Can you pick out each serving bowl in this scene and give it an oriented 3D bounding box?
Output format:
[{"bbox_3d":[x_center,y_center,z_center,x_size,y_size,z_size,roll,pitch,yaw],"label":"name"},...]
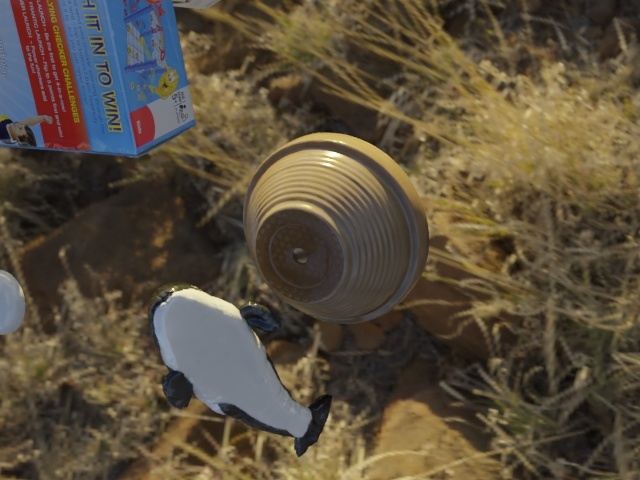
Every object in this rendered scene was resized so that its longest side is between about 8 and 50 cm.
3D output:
[{"bbox_3d":[-0.410,0.080,1.530,0.083,0.027,0.083,6,101,32],"label":"serving bowl"}]

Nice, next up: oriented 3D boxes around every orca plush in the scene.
[{"bbox_3d":[-0.101,0.132,1.427,0.151,0.287,0.102,-57,31,7],"label":"orca plush"}]

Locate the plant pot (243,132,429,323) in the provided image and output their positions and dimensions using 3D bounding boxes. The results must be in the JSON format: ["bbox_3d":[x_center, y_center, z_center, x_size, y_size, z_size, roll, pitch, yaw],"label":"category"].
[{"bbox_3d":[0.000,0.000,1.431,0.237,0.110,0.237,9,113,23],"label":"plant pot"}]

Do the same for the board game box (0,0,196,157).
[{"bbox_3d":[-0.280,-0.239,1.099,0.302,0.086,0.308,7,117,33],"label":"board game box"}]

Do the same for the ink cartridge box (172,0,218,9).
[{"bbox_3d":[-0.215,-0.393,1.755,0.056,0.135,0.099,-19,75,55],"label":"ink cartridge box"}]
